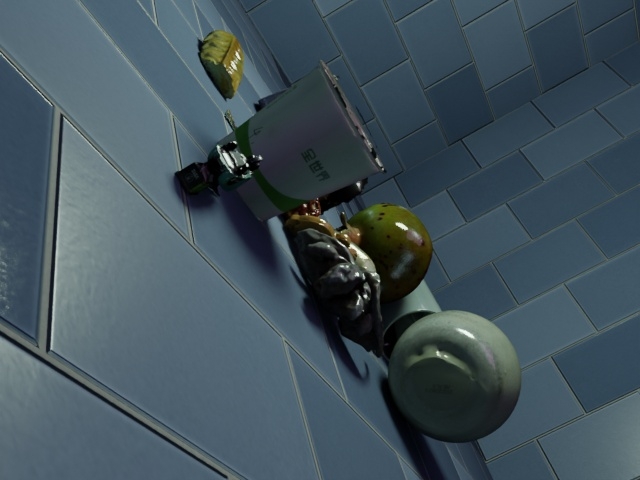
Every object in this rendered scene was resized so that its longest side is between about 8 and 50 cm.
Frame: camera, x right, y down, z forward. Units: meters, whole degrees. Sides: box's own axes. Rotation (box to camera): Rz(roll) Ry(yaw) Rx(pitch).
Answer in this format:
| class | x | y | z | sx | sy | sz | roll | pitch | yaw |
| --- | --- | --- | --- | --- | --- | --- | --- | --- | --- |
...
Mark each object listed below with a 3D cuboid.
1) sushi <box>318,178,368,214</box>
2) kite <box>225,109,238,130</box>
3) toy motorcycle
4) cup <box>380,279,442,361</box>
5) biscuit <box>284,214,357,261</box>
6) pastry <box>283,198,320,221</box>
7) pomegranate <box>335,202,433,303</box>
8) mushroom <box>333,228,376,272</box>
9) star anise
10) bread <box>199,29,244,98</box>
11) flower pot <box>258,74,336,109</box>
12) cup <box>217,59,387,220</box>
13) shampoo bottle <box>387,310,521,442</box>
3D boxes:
| class | x | y | z | sx | sy | sz | roll | pitch | yaw |
| --- | --- | --- | --- | --- | --- | --- | --- | --- | --- |
| sushi | -0.010 | -0.185 | 1.685 | 0.219 | 0.238 | 0.225 | 52 | -7 | -20 |
| kite | -0.201 | -0.267 | 1.560 | 0.122 | 0.004 | 0.090 | 64 | 9 | 19 |
| toy motorcycle | -0.149 | -0.108 | 1.041 | 0.058 | 0.100 | 0.173 | 62 | 11 | 1 |
| cup | 0.238 | 0.200 | 1.990 | 0.205 | 0.205 | 0.312 | 56 | 8 | -32 |
| biscuit | 0.005 | 0.002 | 1.529 | 0.184 | 0.133 | 0.027 | 54 | 45 | -43 |
| pastry | -0.067 | -0.110 | 1.557 | 0.209 | 0.097 | 0.115 | 60 | 18 | -19 |
| pomegranate | 0.132 | 0.024 | 1.831 | 0.323 | 0.291 | 0.291 | 22 | 21 | -14 |
| mushroom | 0.050 | 0.027 | 1.630 | 0.209 | 0.071 | 0.084 | 35 | 13 | 12 |
| star anise | 0.059 | 0.104 | 1.454 | 0.316 | 0.139 | 0.359 | 63 | -1 | 13 |
| bread | -0.242 | -0.457 | 1.693 | 0.128 | 0.088 | 0.232 | 47 | 19 | -30 |
| flower pot | -0.033 | -0.370 | 2.118 | 0.265 | 0.265 | 0.243 | -72 | 141 | -79 |
| cup | -0.040 | -0.179 | 1.325 | 0.253 | 0.274 | 0.253 | 57 | 10 | -16 |
| shampoo bottle | 0.326 | 0.333 | 1.654 | 0.323 | 0.322 | 0.317 | 64 | 15 | 19 |
